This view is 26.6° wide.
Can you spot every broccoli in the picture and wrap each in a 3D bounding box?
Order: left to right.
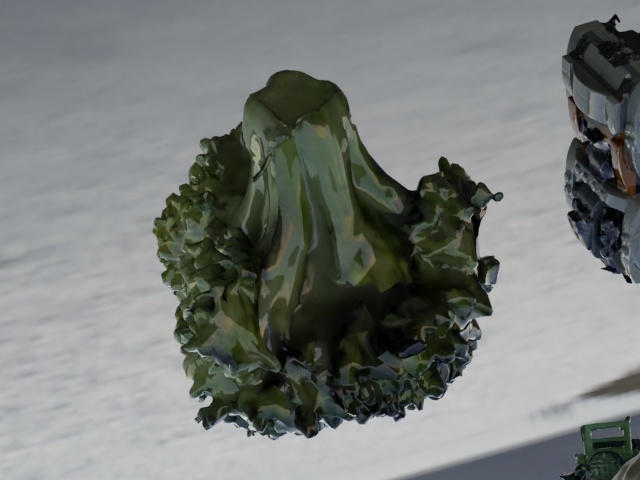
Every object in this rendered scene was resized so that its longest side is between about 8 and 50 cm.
[{"bbox_3d":[0.003,-0.008,1.160,0.293,0.348,0.281,-15,131,-6],"label":"broccoli"}]

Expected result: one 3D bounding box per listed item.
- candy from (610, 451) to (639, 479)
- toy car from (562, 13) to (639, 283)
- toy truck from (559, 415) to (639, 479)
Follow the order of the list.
[{"bbox_3d":[0.199,0.277,0.875,0.135,0.179,0.321,23,144,1],"label":"candy"},{"bbox_3d":[0.337,-0.087,1.501,0.118,0.193,0.301,-16,131,-14],"label":"toy car"},{"bbox_3d":[0.221,0.174,1.028,0.080,0.078,0.154,-6,170,18],"label":"toy truck"}]
